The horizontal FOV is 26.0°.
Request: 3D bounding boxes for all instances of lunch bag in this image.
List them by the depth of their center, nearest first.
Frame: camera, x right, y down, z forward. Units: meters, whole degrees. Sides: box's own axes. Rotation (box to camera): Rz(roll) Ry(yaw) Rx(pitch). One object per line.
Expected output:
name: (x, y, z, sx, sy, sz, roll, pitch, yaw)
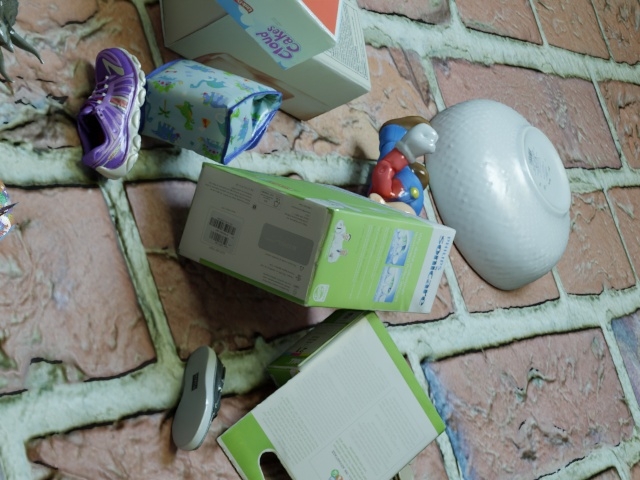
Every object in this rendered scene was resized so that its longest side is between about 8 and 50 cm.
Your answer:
lunch bag: (-0.133, -0.166, 1.695, 0.151, 0.129, 0.096, -48, 155, -54)

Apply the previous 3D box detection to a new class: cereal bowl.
cereal bowl: (0.326, -0.093, 2.355, 0.339, 0.141, 0.339, 35, 43, -41)

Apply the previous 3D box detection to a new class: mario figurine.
mario figurine: (0.128, -0.038, 1.988, 0.198, 0.170, 0.320, 52, 32, -25)

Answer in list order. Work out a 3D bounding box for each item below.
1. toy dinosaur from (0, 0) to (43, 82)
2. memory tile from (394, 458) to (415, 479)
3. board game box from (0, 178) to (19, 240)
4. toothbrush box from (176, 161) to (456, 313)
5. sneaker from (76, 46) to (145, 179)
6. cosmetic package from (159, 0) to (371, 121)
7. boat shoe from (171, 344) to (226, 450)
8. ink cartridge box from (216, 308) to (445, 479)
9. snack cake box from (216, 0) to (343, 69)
toy dinosaur: (-0.364, -0.311, 1.499, 0.313, 0.121, 0.160, -84, 150, -47)
memory tile: (0.093, 0.254, 1.880, 0.113, 0.012, 0.148, 42, 39, -34)
board game box: (-0.359, -0.045, 1.371, 0.133, 0.033, 0.169, 56, 32, -16)
toothbrush box: (0.000, 0.000, 1.700, 0.283, 0.206, 0.122, 5, 103, -56)
sneaker: (-0.245, -0.154, 1.592, 0.071, 0.068, 0.170, 24, 51, -41)
cosmetic package: (-0.073, -0.292, 1.888, 0.296, 0.129, 0.153, 26, 50, -48)
boat shoe: (-0.130, 0.180, 1.553, 0.040, 0.049, 0.142, 45, 34, -32)
ink cartridge box: (-0.001, 0.229, 1.689, 0.255, 0.097, 0.189, -38, 104, -24)
snack cake box: (-0.045, -0.366, 1.769, 0.152, 0.089, 0.264, 45, 36, -34)
